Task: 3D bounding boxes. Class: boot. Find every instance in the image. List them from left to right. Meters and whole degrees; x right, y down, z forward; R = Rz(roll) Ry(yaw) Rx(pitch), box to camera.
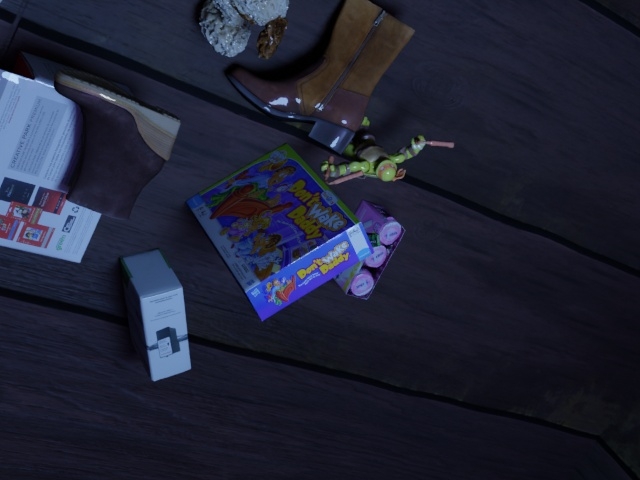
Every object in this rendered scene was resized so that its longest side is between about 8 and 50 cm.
[{"bbox_3d":[-0.361,-0.149,1.648,0.248,0.090,0.206,24,104,-42],"label":"boot"},{"bbox_3d":[-0.002,-0.338,1.866,0.264,0.096,0.280,28,90,3],"label":"boot"}]

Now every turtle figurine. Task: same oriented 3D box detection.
[{"bbox_3d":[0.104,-0.169,1.965,0.270,0.217,0.087,-20,127,-16],"label":"turtle figurine"}]

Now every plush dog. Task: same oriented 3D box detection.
[{"bbox_3d":[-0.124,-0.430,1.671,0.211,0.225,0.262,-35,129,-3],"label":"plush dog"}]

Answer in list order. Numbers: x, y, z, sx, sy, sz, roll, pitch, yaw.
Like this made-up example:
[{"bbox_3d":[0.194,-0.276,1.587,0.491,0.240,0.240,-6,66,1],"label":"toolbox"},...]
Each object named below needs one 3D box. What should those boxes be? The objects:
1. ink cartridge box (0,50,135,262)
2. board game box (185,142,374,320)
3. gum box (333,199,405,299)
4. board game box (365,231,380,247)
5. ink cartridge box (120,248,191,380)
[{"bbox_3d":[-0.490,-0.146,1.724,0.272,0.130,0.309,15,111,-36],"label":"ink cartridge box"},{"bbox_3d":[-0.084,-0.027,1.875,0.233,0.347,0.078,-31,128,-7],"label":"board game box"},{"bbox_3d":[0.096,0.015,2.152,0.062,0.107,0.188,15,112,-34],"label":"gum box"},{"bbox_3d":[0.000,0.000,2.004,0.136,0.260,0.030,-11,98,-23],"label":"board game box"},{"bbox_3d":[-0.323,0.146,1.988,0.087,0.153,0.208,-15,127,-21],"label":"ink cartridge box"}]
